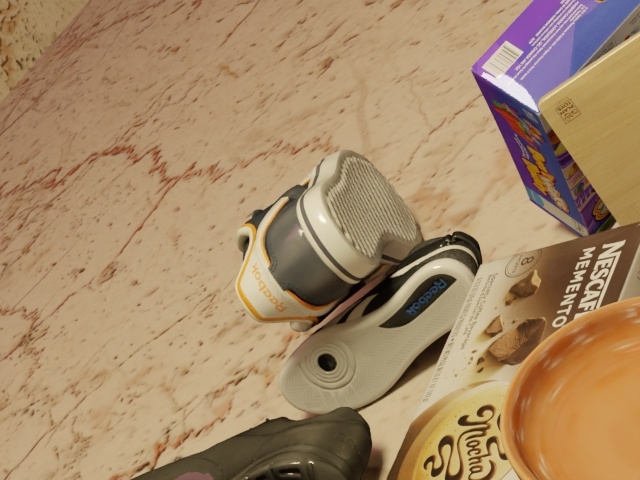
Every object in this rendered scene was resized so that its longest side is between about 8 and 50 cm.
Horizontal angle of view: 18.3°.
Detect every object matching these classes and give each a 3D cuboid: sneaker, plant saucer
[{"bbox_3d":[-0.071,0.218,1.715,0.286,0.109,0.130,-15,24,32],"label":"sneaker"},{"bbox_3d":[0.000,0.000,1.841,0.127,0.126,0.321,-37,-3,15],"label":"sneaker"},{"bbox_3d":[0.064,0.073,1.794,0.217,0.079,0.121,-34,10,24],"label":"sneaker"},{"bbox_3d":[0.218,0.115,1.291,0.200,0.037,0.200,-13,39,10],"label":"plant saucer"}]

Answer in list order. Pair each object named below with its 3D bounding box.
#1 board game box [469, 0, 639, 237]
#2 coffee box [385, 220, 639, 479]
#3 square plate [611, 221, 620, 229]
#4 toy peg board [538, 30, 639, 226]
[{"bbox_3d":[0.293,-0.192,1.677,0.078,0.233,0.347,38,81,30],"label":"board game box"},{"bbox_3d":[0.166,0.139,1.450,0.168,0.119,0.297,-17,33,41],"label":"coffee box"},{"bbox_3d":[0.420,-0.082,1.548,0.347,0.049,0.344,-49,25,-20],"label":"square plate"},{"bbox_3d":[0.279,-0.093,1.539,0.161,0.160,0.079,-34,9,15],"label":"toy peg board"}]
